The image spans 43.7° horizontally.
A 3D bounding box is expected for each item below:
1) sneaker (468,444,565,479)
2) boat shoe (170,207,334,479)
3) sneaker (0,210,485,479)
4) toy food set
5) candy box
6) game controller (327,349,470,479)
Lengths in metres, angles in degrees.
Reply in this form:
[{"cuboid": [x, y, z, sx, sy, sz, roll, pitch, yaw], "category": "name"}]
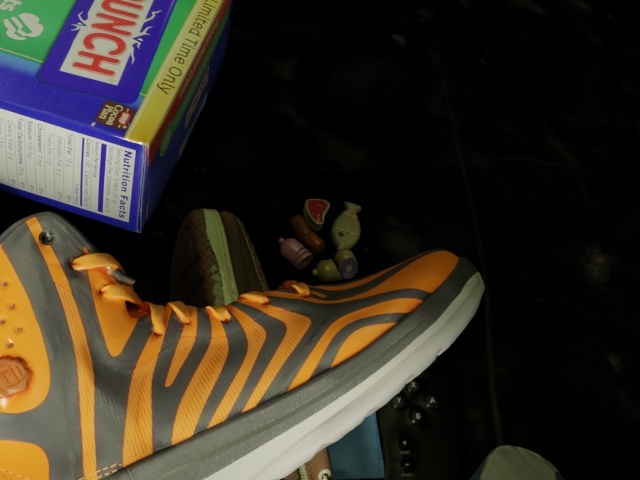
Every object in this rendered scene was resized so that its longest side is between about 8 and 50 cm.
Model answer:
[{"cuboid": [0.062, 0.240, 0.493, 0.315, 0.182, 0.127, 5, 44, -53], "category": "sneaker"}, {"cuboid": [-0.036, 0.102, 0.534, 0.095, 0.095, 0.258, -3, 74, -28], "category": "boat shoe"}, {"cuboid": [-0.065, 0.045, 0.418, 0.321, 0.124, 0.180, -29, 77, -31], "category": "sneaker"}, {"cuboid": [0.000, 0.000, 0.743, 0.078, 0.019, 0.122, 13, 48, -7], "category": "toy food set"}, {"cuboid": [-0.267, -0.181, 0.743, 0.317, 0.122, 0.268, 18, 49, -3], "category": "candy box"}, {"cuboid": [-0.045, 0.131, 0.587, 0.319, 0.067, 0.166, 3, 50, -14], "category": "game controller"}]
